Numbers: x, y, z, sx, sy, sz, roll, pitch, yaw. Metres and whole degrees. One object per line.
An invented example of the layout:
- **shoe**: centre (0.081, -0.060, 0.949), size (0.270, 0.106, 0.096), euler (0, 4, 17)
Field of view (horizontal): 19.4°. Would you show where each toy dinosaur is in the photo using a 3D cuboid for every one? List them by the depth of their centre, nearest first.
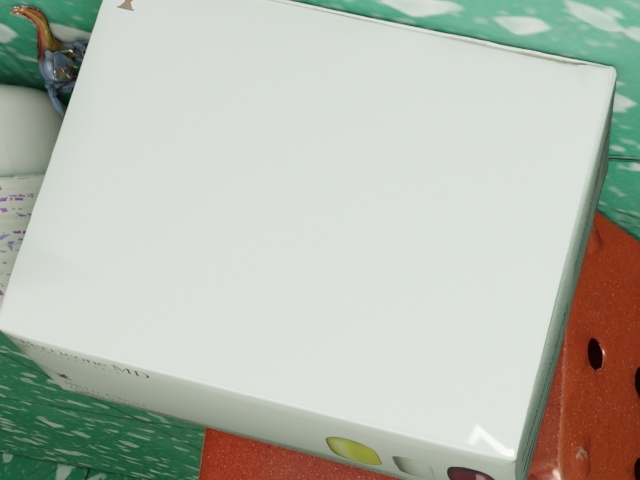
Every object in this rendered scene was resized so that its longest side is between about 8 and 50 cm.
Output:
- **toy dinosaur**: centre (-0.149, -0.106, 1.097), size (0.090, 0.047, 0.082), euler (57, 161, -15)

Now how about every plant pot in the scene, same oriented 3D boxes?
- **plant pot**: centre (0.105, 0.107, 1.185), size (0.236, 0.267, 0.267), euler (-12, 151, 38)

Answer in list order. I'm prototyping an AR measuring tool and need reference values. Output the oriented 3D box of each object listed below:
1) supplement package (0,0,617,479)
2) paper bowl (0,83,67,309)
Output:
- **supplement package**: centre (0.000, 0.000, 0.964), size (0.262, 0.204, 0.145), euler (13, 164, 11)
- **paper bowl**: centre (-0.252, -0.017, 1.168), size (0.284, 0.148, 0.284), euler (-4, 179, 0)
